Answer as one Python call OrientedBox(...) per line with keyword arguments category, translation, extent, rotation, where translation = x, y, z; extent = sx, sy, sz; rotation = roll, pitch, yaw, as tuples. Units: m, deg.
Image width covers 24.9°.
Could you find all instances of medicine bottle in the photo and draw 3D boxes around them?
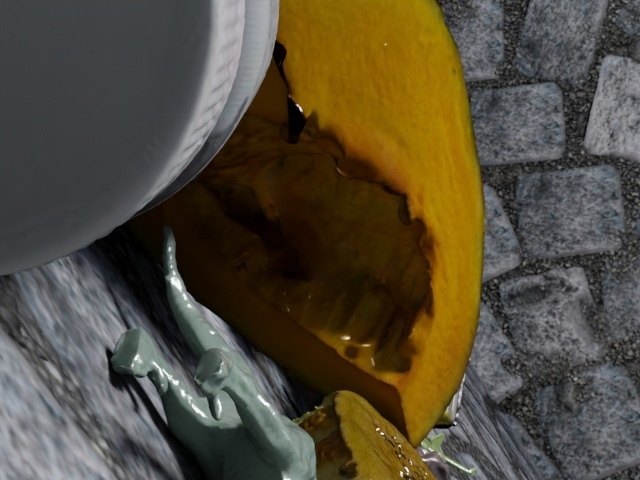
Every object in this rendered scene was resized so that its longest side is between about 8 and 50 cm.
OrientedBox(category="medicine bottle", translation=(-0.098, -0.084, 0.509), extent=(0.165, 0.165, 0.273), rotation=(55, 4, -8))

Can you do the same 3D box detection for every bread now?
OrientedBox(category="bread", translation=(0.028, 0.150, 0.743), extent=(0.140, 0.069, 0.128), rotation=(52, 7, -24))

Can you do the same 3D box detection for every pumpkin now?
OrientedBox(category="pumpkin", translation=(-0.017, -0.051, 0.798), extent=(0.169, 0.148, 0.312), rotation=(9, -51, 38))

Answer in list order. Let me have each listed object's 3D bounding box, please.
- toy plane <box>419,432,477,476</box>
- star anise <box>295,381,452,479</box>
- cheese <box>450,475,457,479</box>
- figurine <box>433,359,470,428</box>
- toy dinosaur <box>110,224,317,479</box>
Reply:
OrientedBox(category="toy plane", translation=(0.070, 0.160, 1.136), extent=(0.102, 0.040, 0.111), rotation=(17, -6, 35))
OrientedBox(category="star anise", translation=(0.043, 0.141, 0.935), extent=(0.129, 0.056, 0.124), rotation=(35, 10, -27))
OrientedBox(category="cheese", translation=(0.165, 0.293, 1.058), extent=(0.286, 0.082, 0.163), rotation=(55, 4, 16))
OrientedBox(category="figurine", translation=(0.000, -0.003, 0.996), extent=(0.308, 0.143, 0.308), rotation=(33, -18, 13))
OrientedBox(category="toy dinosaur", translation=(-0.030, 0.094, 0.651), extent=(0.167, 0.053, 0.242), rotation=(53, 6, -39))
